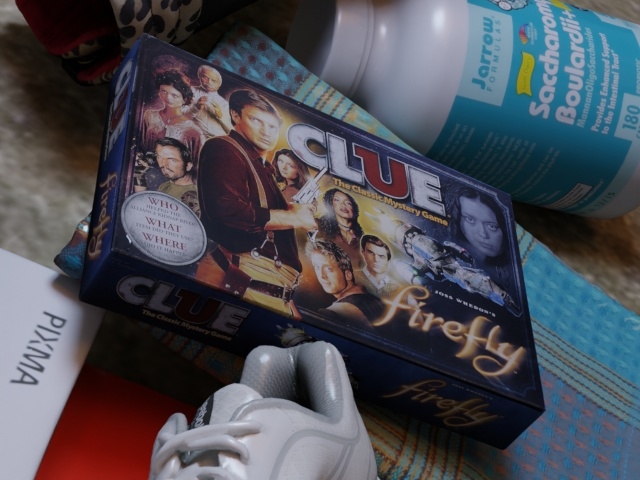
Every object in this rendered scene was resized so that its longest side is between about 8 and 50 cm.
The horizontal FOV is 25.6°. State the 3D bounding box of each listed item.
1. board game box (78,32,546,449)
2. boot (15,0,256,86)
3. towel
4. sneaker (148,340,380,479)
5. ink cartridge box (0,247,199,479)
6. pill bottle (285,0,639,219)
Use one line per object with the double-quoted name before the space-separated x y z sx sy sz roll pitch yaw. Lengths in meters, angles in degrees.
"board game box" 0.000 0.000 0.744 0.243 0.042 0.165 21 41 -22
"boot" -0.081 -0.223 0.964 0.284 0.138 0.377 -33 23 -19
"towel" 0.056 0.040 0.814 0.370 0.040 0.271 36 37 -8
"sneaker" -0.047 0.130 0.561 0.110 0.118 0.292 -2 16 19
"ink cartridge box" -0.141 0.123 0.625 0.239 0.060 0.275 22 37 -7
"pill bottle" 0.111 -0.107 0.985 0.264 0.146 0.146 11 40 -22
